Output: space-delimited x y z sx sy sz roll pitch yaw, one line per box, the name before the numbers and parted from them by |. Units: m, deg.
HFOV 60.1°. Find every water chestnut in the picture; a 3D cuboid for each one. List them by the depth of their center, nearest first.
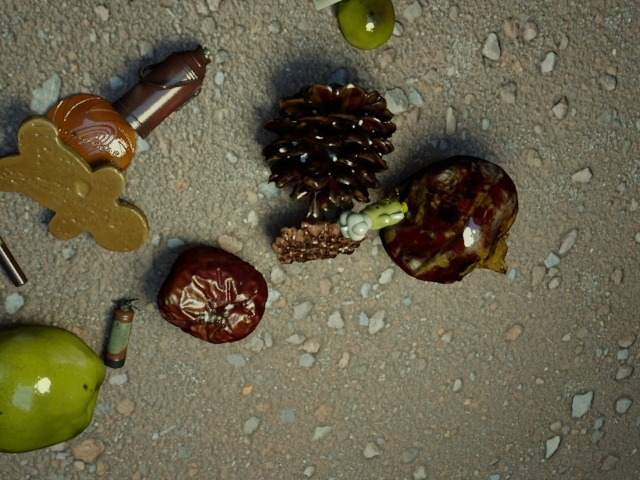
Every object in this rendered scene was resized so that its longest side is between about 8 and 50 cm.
water chestnut | 0.323 -0.029 1.304 0.335 0.335 0.347 -43 96 0

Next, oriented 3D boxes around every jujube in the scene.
jujube | -0.244 0.127 1.272 0.232 0.213 0.213 27 98 -16

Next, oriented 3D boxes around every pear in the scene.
pear | -0.624 0.312 1.181 0.294 0.294 0.295 -4 107 -14
pear | 0.108 -0.497 1.228 0.140 0.104 0.141 -6 111 -17

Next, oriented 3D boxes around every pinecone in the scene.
pinecone | 0.016 -0.193 1.217 0.298 0.242 0.296 8 99 -9

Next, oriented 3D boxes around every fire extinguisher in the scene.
fire extinguisher | -0.700 0.025 1.200 0.048 0.035 0.173 -9 114 28
fire extinguisher | -0.469 0.213 1.308 0.062 0.050 0.177 16 103 0

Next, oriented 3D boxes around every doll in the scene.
doll | 0.110 -0.049 1.194 0.162 0.106 0.062 -23 110 -27

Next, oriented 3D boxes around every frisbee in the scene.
frisbee | -0.495 -0.212 1.181 0.191 0.035 0.192 -5 108 -15

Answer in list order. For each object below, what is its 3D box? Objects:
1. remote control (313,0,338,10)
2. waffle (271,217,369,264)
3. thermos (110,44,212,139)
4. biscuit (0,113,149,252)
remote control | -0.015 -0.633 1.145 0.055 0.102 0.277 -42 118 -39
waffle | 0.000 0.000 1.304 0.234 0.221 0.056 -8 70 -6
thermos | -0.318 -0.321 1.164 0.232 0.099 0.124 -43 151 -7
biscuit | -0.517 -0.097 1.188 0.339 0.047 0.216 38 107 -28
